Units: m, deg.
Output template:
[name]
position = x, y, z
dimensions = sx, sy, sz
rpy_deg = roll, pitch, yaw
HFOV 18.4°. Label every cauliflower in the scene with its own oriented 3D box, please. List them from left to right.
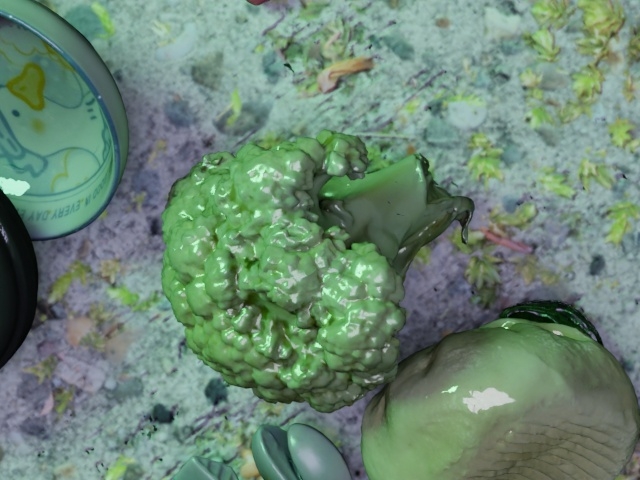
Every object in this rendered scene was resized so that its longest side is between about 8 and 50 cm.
[cauliflower]
position = -0.016, 0.002, 1.788
dimensions = 0.327, 0.260, 0.281
rpy_deg = 25, 75, 38

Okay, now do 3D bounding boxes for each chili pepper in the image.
[chili pepper]
position = 0.230, 0.089, 1.886
dimensions = 0.118, 0.035, 0.055
rpy_deg = 35, 90, -1

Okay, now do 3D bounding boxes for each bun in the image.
[bun]
position = 0.157, 0.160, 1.818
dimensions = 0.259, 0.259, 0.160
rpy_deg = -27, 56, 5

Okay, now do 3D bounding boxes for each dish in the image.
[dish]
position = -0.288, -0.145, 1.847
dimensions = 0.273, 0.134, 0.273
rpy_deg = 12, 133, 13

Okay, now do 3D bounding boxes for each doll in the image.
[doll]
position = -0.019, 0.275, 1.873
dimensions = 0.258, 0.195, 0.153
rpy_deg = 20, 123, -32

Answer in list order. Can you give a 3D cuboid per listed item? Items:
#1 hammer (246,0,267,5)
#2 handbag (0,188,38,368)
[hammer]
position = -0.043, -0.257, 1.871
dimensions = 0.083, 0.043, 0.043
rpy_deg = -38, 92, 4
[handbag]
position = -0.414, 0.025, 1.858
dimensions = 0.308, 0.093, 0.254
rpy_deg = 1, 111, 12
